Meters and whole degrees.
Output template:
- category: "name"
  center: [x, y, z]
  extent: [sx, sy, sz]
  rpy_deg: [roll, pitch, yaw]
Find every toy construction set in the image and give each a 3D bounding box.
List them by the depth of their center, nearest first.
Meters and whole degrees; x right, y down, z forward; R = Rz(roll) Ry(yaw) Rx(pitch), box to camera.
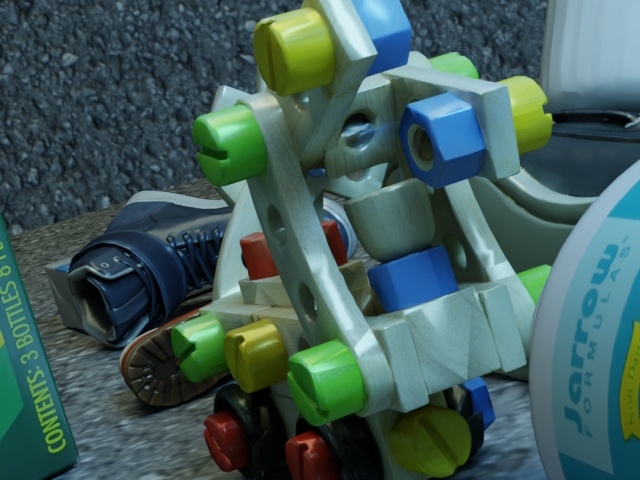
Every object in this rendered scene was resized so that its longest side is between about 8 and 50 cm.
- category: "toy construction set"
  center: [0.000, 0.000, 0.736]
  extent: [0.151, 0.215, 0.327]
  rpy_deg: [-18, 7, -8]

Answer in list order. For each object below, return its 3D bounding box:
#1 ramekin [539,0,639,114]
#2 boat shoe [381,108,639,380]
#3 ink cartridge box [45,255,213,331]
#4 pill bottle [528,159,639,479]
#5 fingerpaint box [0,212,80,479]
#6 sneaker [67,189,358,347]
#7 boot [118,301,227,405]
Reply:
- category: "ramekin"
  center: [0.246, -0.102, 0.858]
  extent: [0.277, 0.135, 0.277]
  rpy_deg: [12, -8, 2]
- category: "boat shoe"
  center: [0.147, -0.005, 0.794]
  extent: [0.113, 0.127, 0.340]
  rpy_deg: [-19, 9, -24]
- category: "ink cartridge box"
  center: [-0.147, 0.023, 1.485]
  extent: [0.181, 0.061, 0.104]
  rpy_deg: [-20, 8, -19]
- category: "pill bottle"
  center: [0.142, 0.040, 0.395]
  extent: [0.146, 0.146, 0.264]
  rpy_deg: [-19, 7, -14]
- category: "fingerpaint box"
  center: [-0.364, -0.020, 0.823]
  extent: [0.163, 0.445, 0.371]
  rpy_deg: [-9, 11, 44]
- category: "sneaker"
  center: [-0.095, 0.024, 1.312]
  extent: [0.226, 0.086, 0.163]
  rpy_deg: [0, 26, 26]
- category: "boot"
  center: [-0.059, 0.058, 1.065]
  extent: [0.158, 0.059, 0.084]
  rpy_deg: [-20, 3, -17]
